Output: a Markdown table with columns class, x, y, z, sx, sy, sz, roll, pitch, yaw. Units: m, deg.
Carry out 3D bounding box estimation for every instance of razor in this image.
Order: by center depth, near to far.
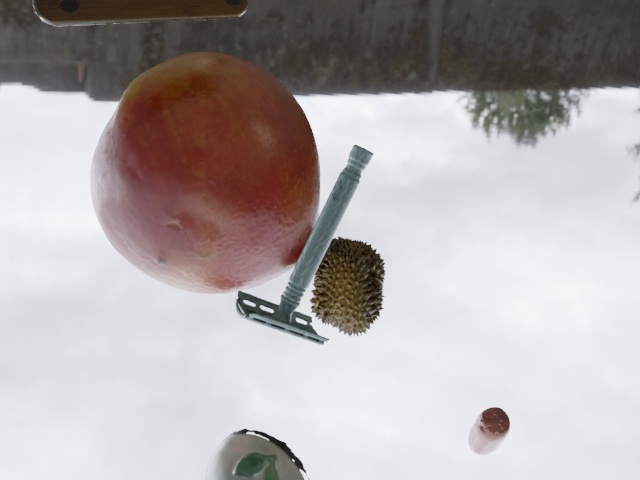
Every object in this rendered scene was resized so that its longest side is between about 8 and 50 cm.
| class | x | y | z | sx | sy | sz | roll | pitch | yaw |
| --- | --- | --- | --- | --- | --- | --- | --- | --- | --- |
| razor | 0.000 | 0.000 | 1.004 | 0.106 | 0.232 | 0.068 | 22 | -170 | -26 |

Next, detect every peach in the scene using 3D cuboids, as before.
| class | x | y | z | sx | sy | sz | roll | pitch | yaw |
| --- | --- | --- | --- | --- | --- | --- | --- | --- | --- |
| peach | -0.170 | -0.093 | 1.398 | 0.388 | 0.389 | 0.388 | 5 | -156 | -2 |

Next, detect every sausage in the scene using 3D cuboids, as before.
| class | x | y | z | sx | sy | sz | roll | pitch | yaw |
| --- | --- | --- | --- | --- | --- | --- | --- | --- | --- |
| sausage | 0.303 | 0.344 | 1.584 | 0.062 | 0.154 | 0.062 | 0 | -117 | 0 |

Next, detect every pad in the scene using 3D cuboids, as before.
| class | x | y | z | sx | sy | sz | roll | pitch | yaw |
| --- | --- | --- | --- | --- | --- | --- | --- | --- | --- |
| pad | -0.257 | -0.423 | 1.227 | 0.286 | 0.018 | 0.284 | -5 | -113 | -12 |

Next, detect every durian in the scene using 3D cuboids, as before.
| class | x | y | z | sx | sy | sz | roll | pitch | yaw |
| --- | --- | --- | --- | --- | --- | --- | --- | --- | --- |
| durian | 0.045 | 0.076 | 1.454 | 0.136 | 0.168 | 0.158 | -4 | 175 | -17 |

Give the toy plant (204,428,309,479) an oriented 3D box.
| class | x | y | z | sx | sy | sz | roll | pitch | yaw |
| --- | --- | --- | --- | --- | --- | --- | --- | --- | --- |
| toy plant | -0.182 | 0.545 | 1.681 | 0.247 | 0.247 | 0.332 | 16 | -151 | 21 |
